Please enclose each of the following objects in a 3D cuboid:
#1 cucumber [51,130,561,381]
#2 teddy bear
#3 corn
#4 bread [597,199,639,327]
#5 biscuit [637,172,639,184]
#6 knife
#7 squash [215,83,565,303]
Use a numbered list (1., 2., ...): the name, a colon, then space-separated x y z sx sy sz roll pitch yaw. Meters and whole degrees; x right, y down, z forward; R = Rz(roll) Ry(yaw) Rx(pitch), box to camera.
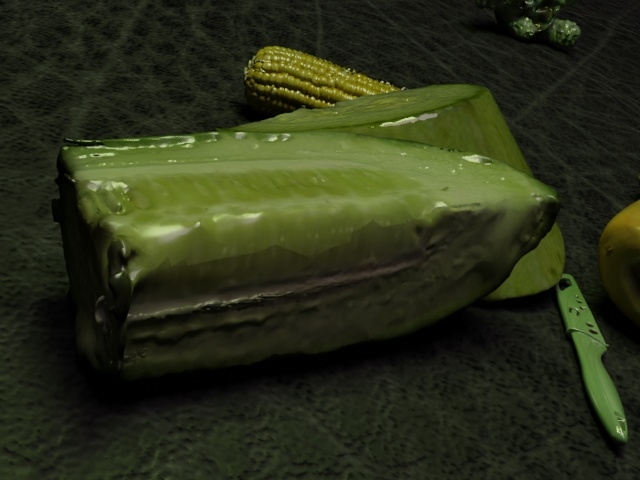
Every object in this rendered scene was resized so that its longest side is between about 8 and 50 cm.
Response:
1. cucumber: -0.002 0.000 0.564 0.325 0.105 0.145 -9 35 -32
2. teddy bear: 0.310 -0.384 1.398 0.213 0.133 0.111 14 1 -25
3. corn: 0.025 -0.128 0.848 0.203 0.072 0.072 18 29 -1
4. bread: 0.293 0.024 0.715 0.134 0.085 0.173 36 32 24
5. biscuit: 0.456 -0.050 0.911 0.237 0.026 0.131 1 -7 36
6. knife: 0.193 0.077 0.640 0.030 0.014 0.207 14 28 -5
7. squash: 0.074 -0.038 0.722 0.237 0.155 0.204 -20 19 -30
